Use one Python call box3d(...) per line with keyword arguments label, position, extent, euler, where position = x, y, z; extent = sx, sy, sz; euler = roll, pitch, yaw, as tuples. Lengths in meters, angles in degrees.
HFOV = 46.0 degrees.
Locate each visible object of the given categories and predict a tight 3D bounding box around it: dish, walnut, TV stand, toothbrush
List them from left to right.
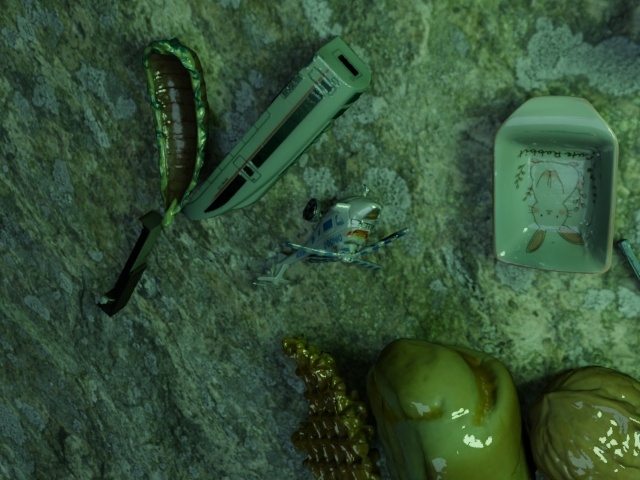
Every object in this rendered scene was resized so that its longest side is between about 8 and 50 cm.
box3d(label="TV stand", position=(-0.358, 0.047, 1.422), extent=(0.040, 0.049, 0.256), euler=(40, 128, 6))
box3d(label="dish", position=(0.306, -0.076, 0.978), extent=(0.154, 0.064, 0.234), euler=(7, 120, 26))
box3d(label="walnut", position=(0.387, 0.275, 1.041), extent=(0.213, 0.213, 0.213), euler=(13, 121, 23))
box3d(label="toothbrush", position=(0.457, 0.090, 1.015), extent=(0.019, 0.016, 0.220), euler=(-27, 100, 35))

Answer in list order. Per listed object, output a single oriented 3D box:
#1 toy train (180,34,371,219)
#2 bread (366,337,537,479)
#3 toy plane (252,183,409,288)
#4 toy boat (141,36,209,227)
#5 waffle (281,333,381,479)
box3d(label="toy train", position=(-0.082, -0.135, 1.151), extent=(0.088, 0.086, 0.407), euler=(44, 128, -6))
box3d(label="bread", position=(0.203, 0.294, 1.126), extent=(0.210, 0.300, 0.342), euler=(-19, 99, -9))
box3d(label="toy plane", position=(0.008, 0.002, 1.193), extent=(0.181, 0.107, 0.273), euler=(5, 159, -18))
box3d(label="toy boat", position=(-0.226, -0.172, 1.200), extent=(0.108, 0.099, 0.293), euler=(11, 111, 26))
box3d(label="waffle", position=(0.023, 0.318, 1.290), extent=(0.259, 0.069, 0.293), euler=(37, 139, 49))
